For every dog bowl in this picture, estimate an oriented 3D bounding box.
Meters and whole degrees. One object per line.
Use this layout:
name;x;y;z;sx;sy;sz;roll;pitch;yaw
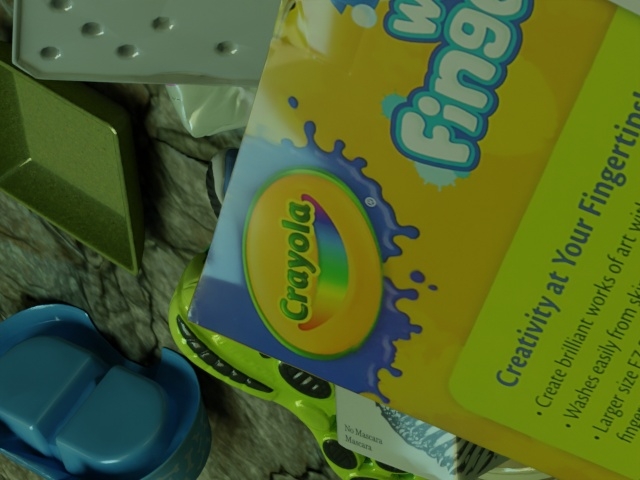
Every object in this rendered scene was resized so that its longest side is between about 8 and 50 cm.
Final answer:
dog bowl;-0.228;0.169;1.861;0.297;0.166;0.074;21;153;37

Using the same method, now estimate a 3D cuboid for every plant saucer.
plant saucer;-0.222;-0.083;1.658;0.188;0.045;0.188;30;146;25

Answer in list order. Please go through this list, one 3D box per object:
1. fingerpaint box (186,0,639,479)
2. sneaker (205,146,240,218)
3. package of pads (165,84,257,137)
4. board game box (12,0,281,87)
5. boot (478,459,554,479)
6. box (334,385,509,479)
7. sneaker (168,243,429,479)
fingerpaint box;0.179;-0.090;0.772;0.371;0.163;0.445;22;134;4
sneaker;0.000;0.000;1.466;0.211;0.080;0.081;45;127;4
package of pads;-0.082;-0.246;1.129;0.101;0.229;0.297;-14;127;7
board game box;0.052;-0.208;0.920;0.389;0.050;0.390;1;147;-10
boot;0.143;0.070;1.328;0.262;0.095;0.203;-5;123;52
box;0.072;0.006;1.196;0.113;0.094;0.275;14;116;41
sneaker;0.011;0.097;1.531;0.295;0.123;0.109;41;126;-22
